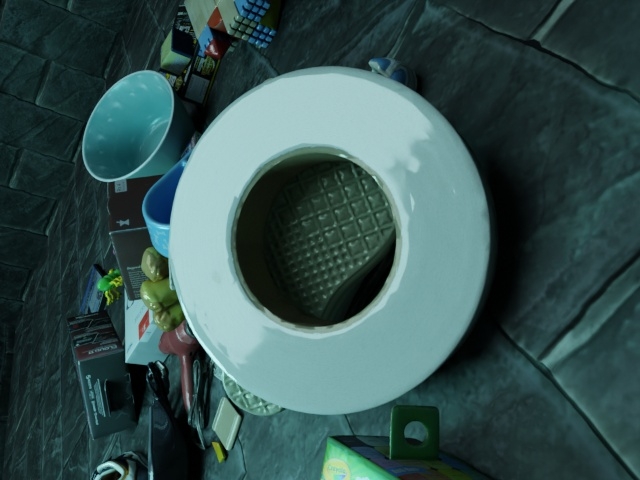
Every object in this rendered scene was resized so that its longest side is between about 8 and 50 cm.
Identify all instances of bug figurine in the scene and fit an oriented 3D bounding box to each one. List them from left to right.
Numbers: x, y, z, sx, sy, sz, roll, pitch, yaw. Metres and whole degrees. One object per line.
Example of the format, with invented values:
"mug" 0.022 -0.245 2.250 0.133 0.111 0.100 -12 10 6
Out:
"bug figurine" -0.489 0.039 1.479 0.279 0.072 0.216 -55 0 26

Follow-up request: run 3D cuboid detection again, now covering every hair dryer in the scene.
"hair dryer" -0.273 0.252 1.130 0.293 0.080 0.223 33 106 56

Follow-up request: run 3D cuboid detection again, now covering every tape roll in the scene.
"tape roll" 0.000 0.000 0.650 0.392 0.072 0.391 0 89 24

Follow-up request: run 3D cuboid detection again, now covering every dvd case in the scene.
"dvd case" -0.791 0.194 1.982 0.253 0.022 0.180 21 94 57

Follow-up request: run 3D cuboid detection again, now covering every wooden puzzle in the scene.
"wooden puzzle" -0.165 0.324 1.000 0.079 0.014 0.116 36 108 51

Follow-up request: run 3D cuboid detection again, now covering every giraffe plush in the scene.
"giraffe plush" -0.197 0.075 1.030 0.171 0.210 0.181 11 130 34

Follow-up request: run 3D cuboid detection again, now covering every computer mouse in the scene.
"computer mouse" -0.296 0.384 1.102 0.272 0.072 0.188 -109 20 -47

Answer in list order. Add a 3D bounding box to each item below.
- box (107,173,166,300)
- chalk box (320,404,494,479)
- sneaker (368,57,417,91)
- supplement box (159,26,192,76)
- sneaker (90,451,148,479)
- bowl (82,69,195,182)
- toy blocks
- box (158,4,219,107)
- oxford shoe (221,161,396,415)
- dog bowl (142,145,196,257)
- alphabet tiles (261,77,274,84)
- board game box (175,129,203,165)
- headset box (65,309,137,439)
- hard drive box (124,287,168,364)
"box" -0.342 -0.008 1.190 0.203 0.167 0.168 94 162 -44
"chalk box" 0.081 0.269 0.544 0.132 0.133 0.212 8 85 57
"sneaker" 0.049 -0.151 0.811 0.237 0.086 0.085 -61 37 22
"supplement box" -0.379 -0.493 1.480 0.083 0.056 0.083 -37 48 43
"sneaker" -0.443 0.529 1.231 0.321 0.128 0.126 -24 59 52
"bowl" -0.452 -0.268 1.484 0.312 0.163 0.311 -11 67 27
"toy blocks" -0.168 -0.547 1.246 0.381 0.191 0.260 -45 55 35
"box" -0.368 -0.530 1.600 0.322 0.079 0.257 34 108 56
"oxford shoe" -0.004 0.027 0.775 0.449 0.169 0.130 -65 -9 12
"dog bowl" -0.192 -0.100 1.008 0.166 0.074 0.297 26 63 31
"alphabet tiles" -0.106 -0.131 0.880 0.284 0.021 0.277 24 80 47
"board game box" -0.290 -0.165 1.341 0.194 0.060 0.194 -50 35 27
"headset box" -0.551 0.333 1.419 0.293 0.110 0.217 29 126 56
"hard drive box" -0.391 0.149 1.342 0.181 0.089 0.232 -52 39 32
